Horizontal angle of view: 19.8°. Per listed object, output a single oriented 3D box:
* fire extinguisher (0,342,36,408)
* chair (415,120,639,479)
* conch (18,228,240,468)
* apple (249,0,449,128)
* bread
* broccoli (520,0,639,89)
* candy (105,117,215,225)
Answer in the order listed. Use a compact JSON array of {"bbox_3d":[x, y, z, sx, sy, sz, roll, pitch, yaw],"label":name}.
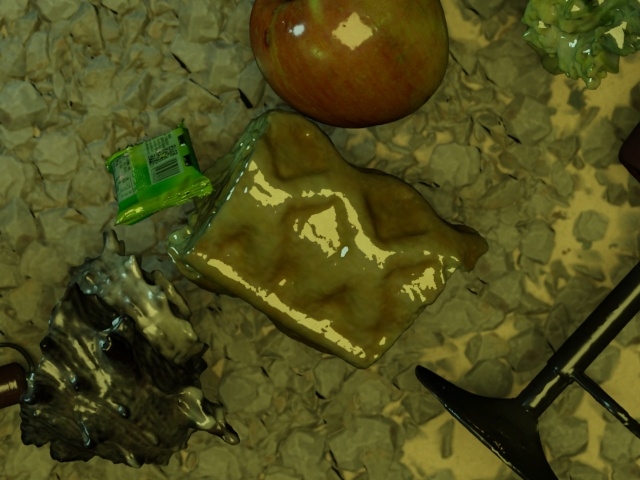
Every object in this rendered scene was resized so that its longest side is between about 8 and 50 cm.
[{"bbox_3d":[-0.357,0.153,1.915,0.157,0.045,0.078,-17,76,1],"label":"fire extinguisher"},{"bbox_3d":[0.306,0.058,1.844,0.226,0.226,0.401,40,94,-7],"label":"chair"},{"bbox_3d":[-0.190,0.108,1.795,0.186,0.313,0.241,-13,91,20],"label":"conch"},{"bbox_3d":[0.034,-0.202,1.813,0.196,0.196,0.196,0,97,-3],"label":"apple"},{"bbox_3d":[-0.002,0.000,1.828,0.252,0.196,0.238,37,116,-13],"label":"bread"},{"bbox_3d":[0.305,-0.269,1.786,0.293,0.281,0.348,23,55,-13],"label":"broccoli"},{"bbox_3d":[-0.165,-0.064,1.830,0.102,0.178,0.032,-27,114,1],"label":"candy"}]
